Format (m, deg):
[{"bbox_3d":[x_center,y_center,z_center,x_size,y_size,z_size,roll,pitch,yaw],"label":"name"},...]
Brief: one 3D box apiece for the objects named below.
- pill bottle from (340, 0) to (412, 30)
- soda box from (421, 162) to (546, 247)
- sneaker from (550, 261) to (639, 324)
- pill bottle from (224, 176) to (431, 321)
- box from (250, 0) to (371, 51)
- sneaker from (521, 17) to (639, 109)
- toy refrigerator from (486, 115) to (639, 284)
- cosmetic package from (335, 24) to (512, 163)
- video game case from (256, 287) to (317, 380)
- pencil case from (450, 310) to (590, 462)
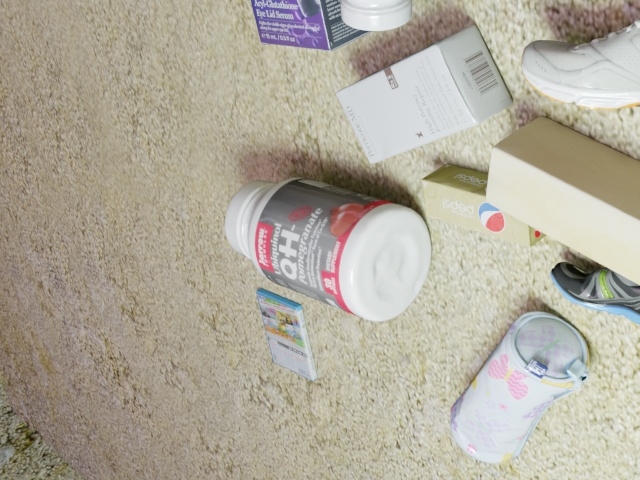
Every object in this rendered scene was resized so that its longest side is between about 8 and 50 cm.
[{"bbox_3d":[0.066,-0.375,1.323,0.121,0.121,0.216,29,137,37],"label":"pill bottle"},{"bbox_3d":[0.222,-0.050,1.443,0.181,0.058,0.061,19,131,43],"label":"soda box"},{"bbox_3d":[0.372,0.054,1.339,0.188,0.067,0.078,17,108,48],"label":"sneaker"},{"bbox_3d":[0.000,0.000,1.664,0.318,0.176,0.176,19,130,44],"label":"pill bottle"},{"bbox_3d":[-0.020,-0.373,1.450,0.153,0.108,0.207,16,129,47],"label":"box"},{"bbox_3d":[0.339,-0.201,1.151,0.262,0.099,0.121,19,124,34],"label":"sneaker"},{"bbox_3d":[0.334,-0.039,1.266,0.269,0.102,0.094,32,139,33],"label":"toy refrigerator"},{"bbox_3d":[0.132,-0.188,1.426,0.231,0.085,0.117,-19,101,55],"label":"cosmetic package"},{"bbox_3d":[-0.064,0.178,2.040,0.119,0.015,0.166,20,131,45],"label":"video game case"},{"bbox_3d":[0.279,0.214,1.534,0.124,0.113,0.273,30,142,5],"label":"pencil case"}]
